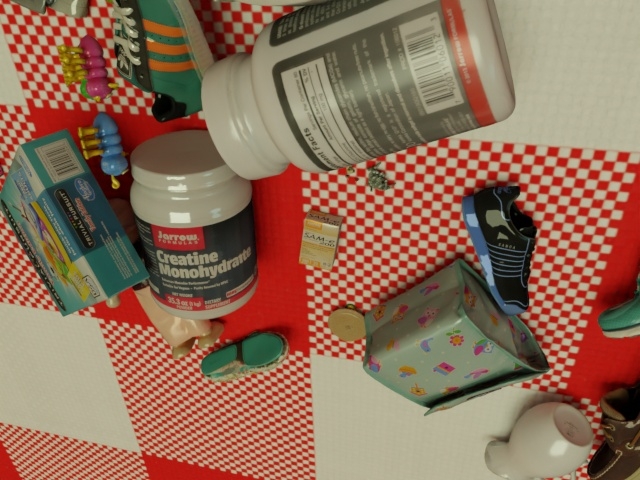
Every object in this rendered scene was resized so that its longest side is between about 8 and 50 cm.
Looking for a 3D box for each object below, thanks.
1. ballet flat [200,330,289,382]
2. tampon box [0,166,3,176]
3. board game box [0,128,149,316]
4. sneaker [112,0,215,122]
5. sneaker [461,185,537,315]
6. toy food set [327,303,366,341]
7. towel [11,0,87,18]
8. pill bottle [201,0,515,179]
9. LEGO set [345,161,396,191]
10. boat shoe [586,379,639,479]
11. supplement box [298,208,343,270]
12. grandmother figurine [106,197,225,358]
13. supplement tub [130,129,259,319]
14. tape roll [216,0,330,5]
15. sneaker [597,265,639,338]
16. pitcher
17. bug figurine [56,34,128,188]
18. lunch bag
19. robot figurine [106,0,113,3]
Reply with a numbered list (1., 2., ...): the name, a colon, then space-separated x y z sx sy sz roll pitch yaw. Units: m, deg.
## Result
1. ballet flat: -0.147 0.245 1.180 0.241 0.091 0.077 -18 147 31
2. tampon box: -0.708 -0.160 1.045 0.161 0.101 0.120 7 125 11
3. board game box: -0.437 -0.008 0.961 0.336 0.079 0.254 -19 100 53
4. sneaker: -0.224 -0.266 0.738 0.121 0.108 0.302 -34 150 -8
5. sneaker: 0.300 0.020 0.878 0.090 0.081 0.232 -15 118 31
6. toy food set: 0.055 0.162 1.085 0.082 0.020 0.083 -29 111 30
7. towel: -0.458 -0.499 0.768 0.312 0.056 0.324 21 127 2
8. pill bottle: 0.043 -0.206 0.720 0.363 0.210 0.210 -13 119 24
9. LEGO set: 0.079 -0.098 0.898 0.083 0.023 0.054 3 124 15
10. boat shoe: 0.549 0.307 0.985 0.123 0.123 0.342 28 127 13
11. supplement box: 0.000 0.000 0.981 0.062 0.036 0.098 13 126 7
12. grandmother figurine: -0.334 0.073 1.102 0.208 0.104 0.342 -25 113 0
13. supplement tub: -0.204 -0.024 0.930 0.191 0.191 0.272 8 125 12
14. tape roll: -0.040 -0.437 0.556 0.392 0.072 0.392 9 114 19
15. sneaker: 0.523 0.045 0.835 0.110 0.107 0.275 45 121 8
16. pitcher: 0.441 0.408 1.072 0.178 0.125 0.207 30 134 5
17. bug figurine: -0.342 -0.198 0.863 0.072 0.279 0.216 -14 107 -20
18. lunch bag: 0.236 0.194 0.971 0.223 0.160 0.262 -34 118 32
19. robot figurine: -0.264 -0.360 0.765 0.067 0.115 0.101 1 123 17
